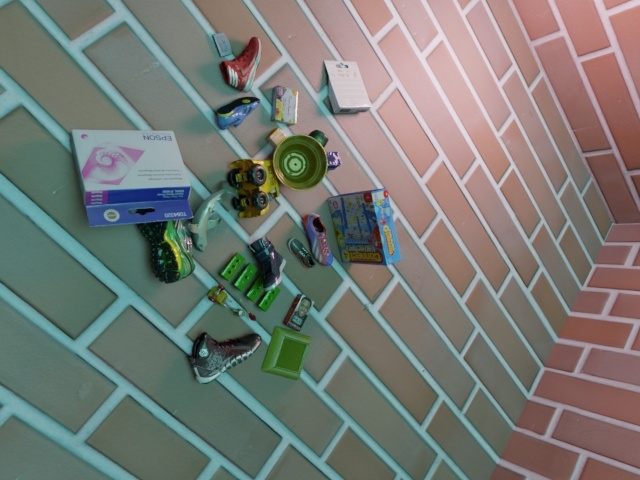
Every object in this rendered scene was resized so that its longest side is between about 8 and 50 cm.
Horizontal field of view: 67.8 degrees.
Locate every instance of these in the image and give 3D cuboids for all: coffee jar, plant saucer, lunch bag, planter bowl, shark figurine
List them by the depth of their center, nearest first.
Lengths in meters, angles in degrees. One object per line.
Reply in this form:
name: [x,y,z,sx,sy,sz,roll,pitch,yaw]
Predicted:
shark figurine: [-0.424,-0.112,1.717,0.278,0.116,0.166,-63,153,-6]
planter bowl: [-0.088,-0.300,1.857,0.218,0.090,0.216,-1,95,-18]
plant saucer: [-0.127,0.466,1.950,0.188,0.045,0.188,25,76,-32]
coffee jar: [-0.045,-0.365,1.977,0.079,0.096,0.184,35,70,-21]
lunch bag: [0.039,-0.342,2.055,0.099,0.065,0.067,-8,79,-33]

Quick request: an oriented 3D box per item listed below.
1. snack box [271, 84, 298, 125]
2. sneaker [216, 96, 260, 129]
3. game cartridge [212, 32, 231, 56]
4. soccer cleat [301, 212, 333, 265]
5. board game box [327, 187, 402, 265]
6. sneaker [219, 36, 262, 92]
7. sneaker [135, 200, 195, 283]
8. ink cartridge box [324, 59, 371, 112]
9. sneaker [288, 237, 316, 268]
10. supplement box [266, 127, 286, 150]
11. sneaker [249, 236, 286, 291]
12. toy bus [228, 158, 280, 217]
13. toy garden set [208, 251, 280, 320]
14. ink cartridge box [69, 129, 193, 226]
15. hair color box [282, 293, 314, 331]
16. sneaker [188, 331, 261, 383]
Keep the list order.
snack box: [-0.146,-0.550,1.943,0.100,0.037,0.141,4,87,-36]
sneaker: [-0.313,-0.487,1.822,0.209,0.069,0.082,-41,145,-37]
game cartridge: [-0.371,-0.742,1.803,0.056,0.017,0.083,-27,105,-28]
soccer cleat: [0.000,0.000,2.008,0.083,0.095,0.247,-31,107,-31]
board game box: [0.180,-0.054,2.004,0.086,0.308,0.301,-19,100,-32]
sneaker: [-0.303,-0.689,1.808,0.128,0.087,0.221,15,80,-35]
sneaker: [-0.530,-0.026,1.647,0.146,0.134,0.343,-13,91,-70]
ink cartridge box: [0.112,-0.685,2.128,0.189,0.066,0.232,-12,76,-34]
sneaker: [-0.068,0.051,1.979,0.061,0.065,0.158,-51,116,-24]
supplement box: [-0.165,-0.399,1.930,0.098,0.036,0.062,49,65,-24]
sneaker: [-0.213,0.084,1.818,0.163,0.086,0.226,55,17,-22]
toy bus: [-0.228,-0.208,1.838,0.212,0.150,0.220,-17,102,-50]
toy garden set: [-0.301,0.199,1.832,0.244,0.049,0.203,46,64,-26]
ink cartridge box: [-0.596,-0.212,1.528,0.324,0.071,0.329,-8,64,-35]
hair color box: [-0.091,0.299,1.976,0.072,0.043,0.141,37,69,-28]
sneaker: [-0.359,0.387,1.757,0.281,0.106,0.162,-33,105,-29]
